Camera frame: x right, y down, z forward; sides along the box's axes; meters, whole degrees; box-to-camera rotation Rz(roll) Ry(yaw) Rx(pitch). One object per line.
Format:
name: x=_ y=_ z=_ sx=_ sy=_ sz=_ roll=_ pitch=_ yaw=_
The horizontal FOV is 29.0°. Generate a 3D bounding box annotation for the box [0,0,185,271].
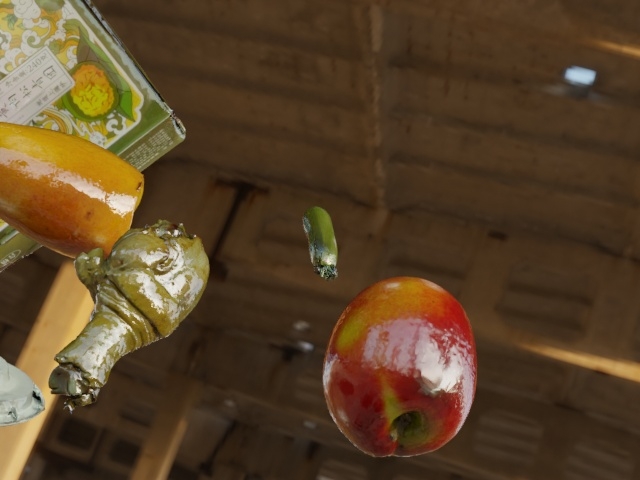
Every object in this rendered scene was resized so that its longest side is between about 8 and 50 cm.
box: x=-0.494 y=-0.211 z=2.054 sx=0.373 sy=0.420 sz=0.138 roll=52 pitch=-3 yaw=12

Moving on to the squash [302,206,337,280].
squash: x=0.000 y=0.000 z=2.040 sx=0.052 sy=0.183 sz=0.052 roll=-3 pitch=-55 yaw=-4

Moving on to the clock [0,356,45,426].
clock: x=-0.447 y=0.162 z=1.501 sx=0.237 sy=0.053 sz=0.236 roll=14 pitch=11 yaw=-3

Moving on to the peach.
peach: x=0.096 y=0.148 z=1.497 sx=0.190 sy=0.226 sz=0.196 roll=-12 pitch=-52 yaw=10

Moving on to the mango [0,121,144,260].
mango: x=-0.365 y=-0.079 z=1.622 sx=0.257 sy=0.187 sz=0.138 roll=19 pitch=-55 yaw=-17

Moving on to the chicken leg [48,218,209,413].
chicken leg: x=-0.181 y=0.058 z=1.130 sx=0.088 sy=0.227 sz=0.103 roll=6 pitch=-53 yaw=35
